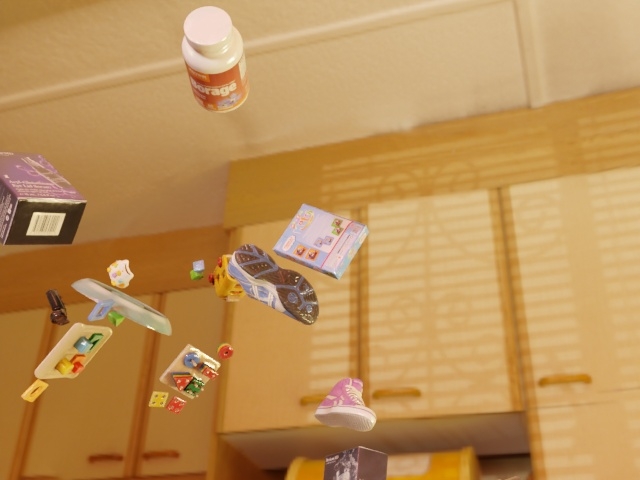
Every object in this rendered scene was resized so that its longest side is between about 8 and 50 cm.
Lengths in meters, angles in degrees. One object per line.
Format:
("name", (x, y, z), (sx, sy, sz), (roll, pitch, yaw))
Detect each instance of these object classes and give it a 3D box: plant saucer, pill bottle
("plant saucer", (-0.563, 0.184, 2.272), (0.317, 0.043, 0.317), (27, -7, 4))
("pill bottle", (-0.211, -0.361, 1.577), (0.121, 0.121, 0.216), (1, -24, 1))

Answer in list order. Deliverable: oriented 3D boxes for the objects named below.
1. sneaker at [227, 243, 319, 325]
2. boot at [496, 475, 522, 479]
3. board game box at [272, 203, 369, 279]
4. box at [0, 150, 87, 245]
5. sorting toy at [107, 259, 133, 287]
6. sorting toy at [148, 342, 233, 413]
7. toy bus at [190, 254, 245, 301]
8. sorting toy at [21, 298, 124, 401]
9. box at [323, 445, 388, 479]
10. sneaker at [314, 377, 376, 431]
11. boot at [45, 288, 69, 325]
("sneaker", (-0.091, 0.091, 1.538), (0.211, 0.080, 0.081), (42, -39, -9))
("boot", (0.281, 0.595, 1.641), (0.280, 0.096, 0.264), (-20, -18, -10))
("board game box", (0.000, 0.000, 2.097), (0.211, 0.160, 0.039), (21, -22, 32))
("box", (-0.591, -0.086, 1.567), (0.153, 0.207, 0.108), (-1, -57, -51))
("sorting toy", (-0.587, 0.093, 2.339), (0.075, 0.083, 0.045), (-25, -7, 31))
("sorting toy", (-0.373, 0.392, 2.262), (0.274, 0.046, 0.132), (-50, -53, -1))
("toy bus", (-0.251, 0.119, 2.225), (0.191, 0.104, 0.202), (-20, -28, 17))
("sorting toy", (-0.646, 0.305, 2.100), (0.047, 0.347, 0.196), (40, -2, 15))
("box", (0.081, 0.603, 1.932), (0.093, 0.158, 0.156), (22, -33, -25))
("sneaker", (0.096, 0.484, 2.394), (0.102, 0.161, 0.282), (46, -26, -19))
("boot", (-0.747, 0.184, 2.226), (0.045, 0.099, 0.121), (-22, -12, -10))
